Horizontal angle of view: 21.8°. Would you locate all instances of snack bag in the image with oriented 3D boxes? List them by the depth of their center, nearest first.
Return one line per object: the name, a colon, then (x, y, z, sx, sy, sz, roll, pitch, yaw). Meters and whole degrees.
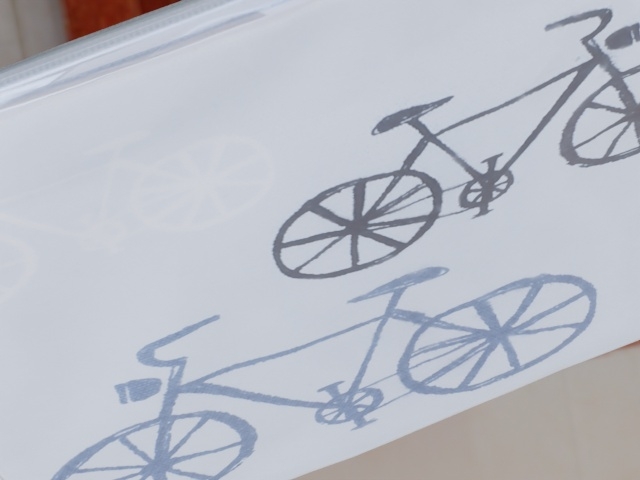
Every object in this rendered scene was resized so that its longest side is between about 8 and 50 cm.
snack bag: (0.000, 0.000, 0.607, 0.323, 0.037, 0.342, -21, 150, -2)
